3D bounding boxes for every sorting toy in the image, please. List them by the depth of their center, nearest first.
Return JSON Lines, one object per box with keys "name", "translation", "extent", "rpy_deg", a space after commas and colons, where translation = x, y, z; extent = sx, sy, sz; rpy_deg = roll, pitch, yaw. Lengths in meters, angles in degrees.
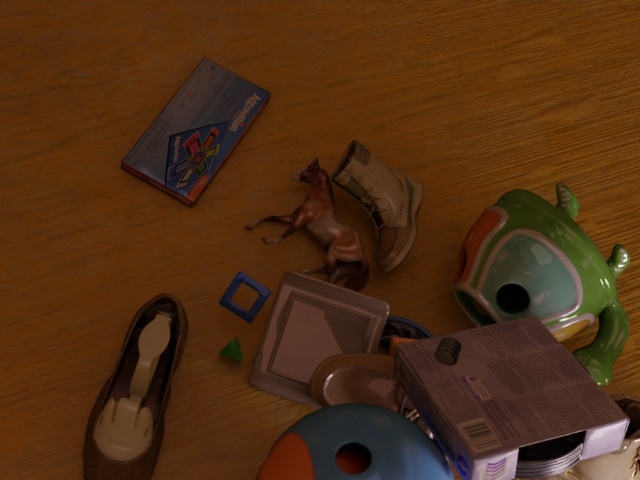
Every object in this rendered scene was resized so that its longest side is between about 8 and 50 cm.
{"name": "sorting toy", "translation": [0.000, 0.166, 1.632], "extent": [0.348, 0.047, 0.196], "rpy_deg": [19, 84, -2]}

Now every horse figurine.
{"name": "horse figurine", "translation": [0.000, 0.000, 1.733], "extent": [0.174, 0.066, 0.263], "rpy_deg": [-30, 68, -25]}

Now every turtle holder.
{"name": "turtle holder", "translation": [0.362, 0.081, 1.703], "extent": [0.227, 0.243, 0.320], "rpy_deg": [-41, 115, -14]}

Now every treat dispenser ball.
{"name": "treat dispenser ball", "translation": [0.047, 0.369, 1.407], "extent": [0.288, 0.288, 0.288], "rpy_deg": [6, 60, -10]}

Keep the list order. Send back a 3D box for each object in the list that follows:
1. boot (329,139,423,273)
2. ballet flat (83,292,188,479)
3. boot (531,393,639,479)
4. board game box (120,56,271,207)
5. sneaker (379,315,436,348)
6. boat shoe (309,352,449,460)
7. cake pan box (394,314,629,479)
{"name": "boot", "translation": [0.088, -0.060, 1.745], "extent": [0.165, 0.077, 0.213], "rpy_deg": [35, 46, -21]}
{"name": "ballet flat", "translation": [-0.269, 0.223, 1.512], "extent": [0.116, 0.124, 0.342], "rpy_deg": [18, 59, -3]}
{"name": "boot", "translation": [0.480, 0.329, 1.577], "extent": [0.262, 0.203, 0.095], "rpy_deg": [11, 45, -6]}
{"name": "board game box", "translation": [-0.216, -0.197, 1.816], "extent": [0.145, 0.027, 0.281], "rpy_deg": [29, 59, 5]}
{"name": "sneaker", "translation": [0.153, 0.185, 1.665], "extent": [0.188, 0.067, 0.078], "rpy_deg": [29, 55, 2]}
{"name": "boat shoe", "translation": [0.151, 0.262, 1.561], "extent": [0.341, 0.110, 0.121], "rpy_deg": [18, 95, -9]}
{"name": "cake pan box", "translation": [0.268, 0.225, 1.465], "extent": [0.246, 0.070, 0.267], "rpy_deg": [-13, 36, -18]}
